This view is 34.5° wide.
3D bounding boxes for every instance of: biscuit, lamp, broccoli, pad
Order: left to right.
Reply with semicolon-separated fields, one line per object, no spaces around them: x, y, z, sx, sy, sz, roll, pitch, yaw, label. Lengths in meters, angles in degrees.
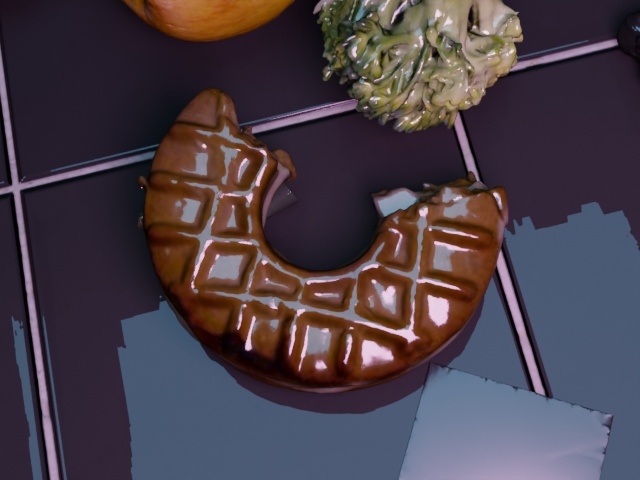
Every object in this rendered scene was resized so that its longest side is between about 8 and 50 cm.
-0.081;-0.072;1.128;0.054;0.041;0.121;-39;75;0;lamp
-0.014;0.014;1.031;0.366;0.115;0.268;15;81;6;biscuit
0.127;-0.256;1.064;0.248;0.245;0.288;7;68;-24;broccoli
0.183;0.207;1.021;0.190;0.004;0.127;16;73;10;pad

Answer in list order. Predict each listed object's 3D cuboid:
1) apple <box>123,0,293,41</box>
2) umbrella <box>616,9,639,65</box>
-0.139;-0.351;1.109;0.233;0.286;0.286;-41;72;-6;apple
0.410;-0.099;1.057;0.106;0.113;0.357;-14;62;-29;umbrella
